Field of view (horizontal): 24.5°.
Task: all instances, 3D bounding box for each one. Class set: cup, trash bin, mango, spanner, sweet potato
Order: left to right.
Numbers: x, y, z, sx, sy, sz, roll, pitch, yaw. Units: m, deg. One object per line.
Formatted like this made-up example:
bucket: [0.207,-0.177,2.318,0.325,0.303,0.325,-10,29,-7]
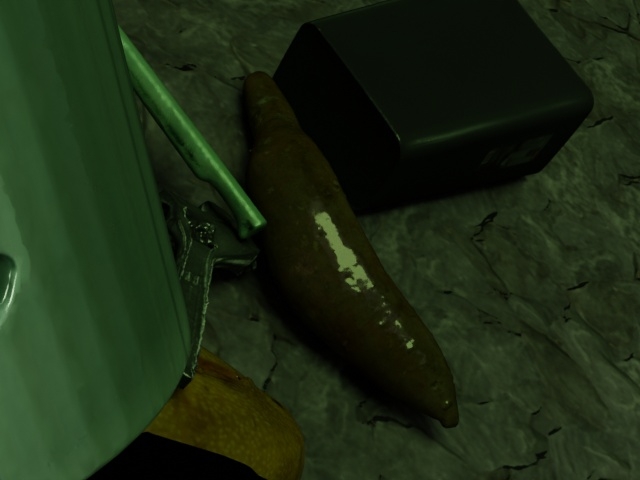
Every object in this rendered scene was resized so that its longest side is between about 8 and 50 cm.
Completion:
cup: [-0.274,-0.081,0.664,0.310,0.401,0.392,-52,132,-54]
mango: [-0.124,0.109,0.894,0.295,0.120,0.177,6,23,-34]
spanner: [-0.084,0.027,0.980,0.093,0.026,0.325,38,14,-11]
sweet potato: [-0.004,-0.005,1.126,0.346,0.079,0.108,63,13,25]
trash bin: [0.093,-0.127,1.268,0.225,0.115,0.165,-17,64,-40]

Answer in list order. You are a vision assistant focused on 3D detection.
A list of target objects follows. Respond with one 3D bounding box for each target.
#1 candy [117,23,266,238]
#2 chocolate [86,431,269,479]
candy: [-0.173,-0.178,1.129,0.119,0.119,0.440,-25,71,-44]
chocolate: [-0.105,0.262,0.746,0.283,0.186,0.283,29,43,-30]
